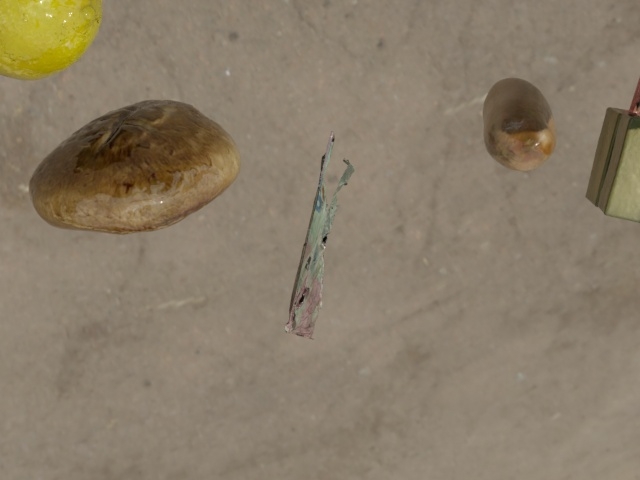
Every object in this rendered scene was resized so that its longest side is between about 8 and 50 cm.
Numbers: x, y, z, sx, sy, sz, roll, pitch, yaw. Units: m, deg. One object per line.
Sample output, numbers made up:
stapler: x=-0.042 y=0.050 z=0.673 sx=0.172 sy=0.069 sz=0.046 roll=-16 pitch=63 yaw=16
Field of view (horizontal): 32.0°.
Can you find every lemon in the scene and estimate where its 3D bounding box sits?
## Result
lemon: x=-0.364 y=-0.286 z=1.377 sx=0.206 sy=0.173 sz=0.173 roll=-16 pitch=148 yaw=32

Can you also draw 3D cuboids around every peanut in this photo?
peanut: x=0.210 y=-0.126 z=1.175 sx=0.076 sy=0.152 sz=0.076 roll=2 pitch=121 yaw=4

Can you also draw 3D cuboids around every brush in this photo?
brush: x=0.322 y=-0.141 z=1.113 sx=0.047 sy=0.103 sz=0.233 roll=10 pitch=104 yaw=-2

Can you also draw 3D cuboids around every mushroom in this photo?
mushroom: x=-0.244 y=-0.099 z=1.465 sx=0.278 sy=0.278 sz=0.146 roll=-17 pitch=126 yaw=-12

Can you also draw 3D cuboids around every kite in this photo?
kite: x=0.000 y=0.000 z=0.602 sx=0.011 sy=0.156 sz=0.139 roll=13 pitch=130 yaw=7
